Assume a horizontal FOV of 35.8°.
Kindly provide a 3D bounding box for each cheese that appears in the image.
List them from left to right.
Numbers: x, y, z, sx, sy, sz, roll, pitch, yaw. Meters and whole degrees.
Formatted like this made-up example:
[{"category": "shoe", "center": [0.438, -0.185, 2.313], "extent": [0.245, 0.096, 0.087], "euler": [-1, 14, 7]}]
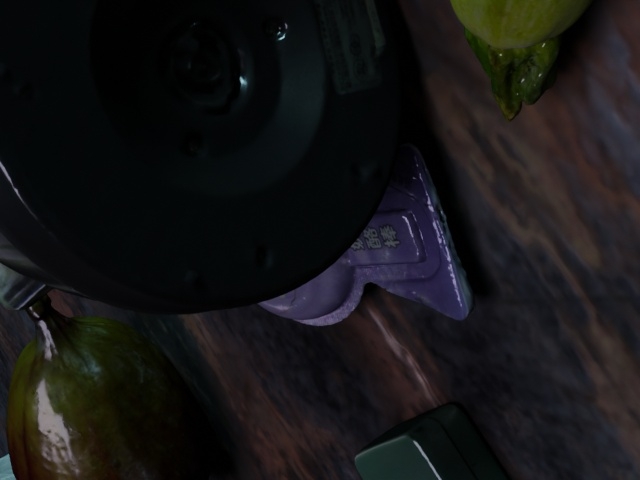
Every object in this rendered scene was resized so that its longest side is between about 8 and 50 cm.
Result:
[{"category": "cheese", "center": [0.000, 0.000, 0.553], "extent": [0.191, 0.042, 0.105], "euler": [-8, 108, 49]}]

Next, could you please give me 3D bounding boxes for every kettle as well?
[{"category": "kettle", "center": [-0.125, -0.085, 0.510], "extent": [0.271, 0.207, 0.250], "euler": [-7, 109, 55]}]

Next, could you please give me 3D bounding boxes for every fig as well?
[{"category": "fig", "center": [-0.187, 0.115, 0.772], "extent": [0.170, 0.145, 0.274], "euler": [16, 136, 40]}]

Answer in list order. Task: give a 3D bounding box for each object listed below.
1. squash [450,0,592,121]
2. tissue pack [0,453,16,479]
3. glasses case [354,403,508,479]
[{"category": "squash", "center": [0.077, -0.120, 0.339], "extent": [0.090, 0.075, 0.200], "euler": [46, 143, 25]}, {"category": "tissue pack", "center": [-0.248, 0.254, 0.903], "extent": [0.148, 0.209, 0.156], "euler": [9, 120, 49]}, {"category": "glasses case", "center": [0.095, 0.185, 0.564], "extent": [0.184, 0.039, 0.078], "euler": [57, 146, 5]}]
